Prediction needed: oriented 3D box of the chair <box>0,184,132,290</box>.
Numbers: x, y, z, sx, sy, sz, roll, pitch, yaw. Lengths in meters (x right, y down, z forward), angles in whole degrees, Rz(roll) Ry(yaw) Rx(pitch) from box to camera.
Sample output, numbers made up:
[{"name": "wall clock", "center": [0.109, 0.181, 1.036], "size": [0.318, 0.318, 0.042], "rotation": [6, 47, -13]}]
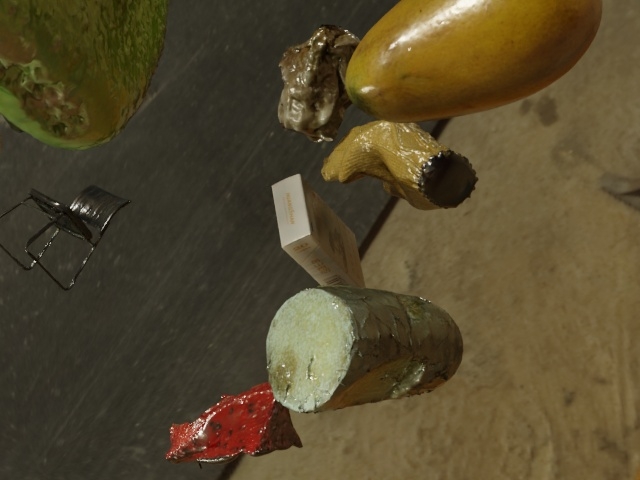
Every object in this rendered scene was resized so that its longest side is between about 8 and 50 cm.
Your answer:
[{"name": "chair", "center": [-0.483, -0.043, 1.811], "size": [0.140, 0.145, 0.221], "rotation": [22, 64, 35]}]

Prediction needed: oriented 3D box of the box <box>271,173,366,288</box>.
[{"name": "box", "center": [0.000, 0.000, 1.798], "size": [0.067, 0.233, 0.149], "rotation": [-26, 50, 15]}]

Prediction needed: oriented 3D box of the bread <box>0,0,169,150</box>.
[{"name": "bread", "center": [-0.130, -0.197, 0.486], "size": [0.045, 0.301, 0.301], "rotation": [-1, 76, 10]}]

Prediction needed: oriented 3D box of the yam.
[{"name": "yam", "center": [0.045, 0.121, 1.110], "size": [0.254, 0.154, 0.153], "rotation": [2, 72, -54]}]

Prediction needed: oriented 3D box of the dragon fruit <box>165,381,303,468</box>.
[{"name": "dragon fruit", "center": [-0.126, 0.290, 1.345], "size": [0.192, 0.092, 0.122], "rotation": [-19, 37, 16]}]

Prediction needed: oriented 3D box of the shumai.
[{"name": "shumai", "center": [0.017, -0.284, 1.846], "size": [0.184, 0.218, 0.185], "rotation": [-2, 81, -29]}]

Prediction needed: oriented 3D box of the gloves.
[{"name": "gloves", "center": [0.146, -0.152, 1.835], "size": [0.203, 0.356, 0.155], "rotation": [24, 83, -40]}]

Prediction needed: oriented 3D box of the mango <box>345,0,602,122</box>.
[{"name": "mango", "center": [0.211, -0.287, 1.377], "size": [0.378, 0.264, 0.221], "rotation": [-26, 105, 3]}]
